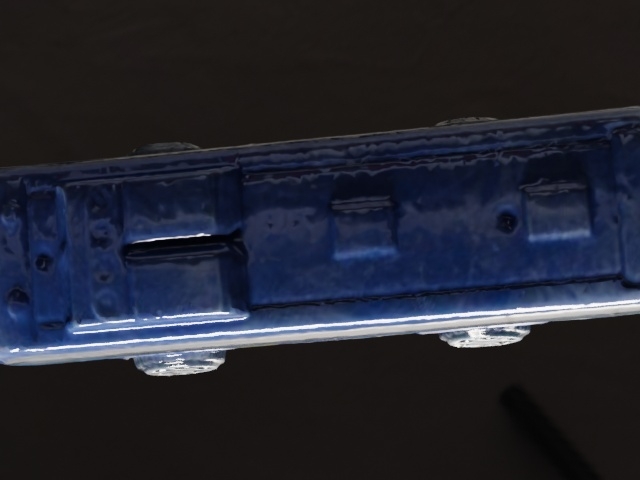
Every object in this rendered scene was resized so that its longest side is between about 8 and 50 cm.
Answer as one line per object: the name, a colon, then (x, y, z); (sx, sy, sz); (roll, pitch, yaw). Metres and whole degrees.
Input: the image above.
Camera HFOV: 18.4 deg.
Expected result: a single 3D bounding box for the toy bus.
toy bus: (0.000, -0.003, 0.653); (0.236, 0.094, 0.079); (-5, 80, 7)
